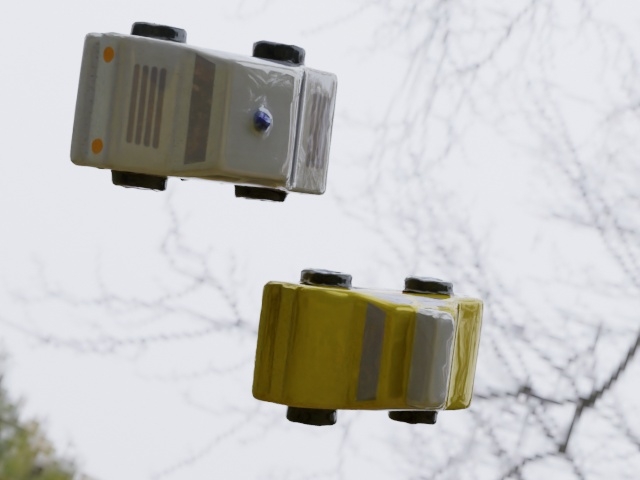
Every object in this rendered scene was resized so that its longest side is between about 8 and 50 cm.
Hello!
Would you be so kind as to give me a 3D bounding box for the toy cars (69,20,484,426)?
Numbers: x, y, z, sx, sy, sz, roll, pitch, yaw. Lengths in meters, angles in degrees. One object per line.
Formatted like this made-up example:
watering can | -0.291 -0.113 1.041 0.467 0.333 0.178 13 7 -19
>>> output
toy cars | 0.000 0.000 1.141 0.087 0.176 0.394 8 -39 49
